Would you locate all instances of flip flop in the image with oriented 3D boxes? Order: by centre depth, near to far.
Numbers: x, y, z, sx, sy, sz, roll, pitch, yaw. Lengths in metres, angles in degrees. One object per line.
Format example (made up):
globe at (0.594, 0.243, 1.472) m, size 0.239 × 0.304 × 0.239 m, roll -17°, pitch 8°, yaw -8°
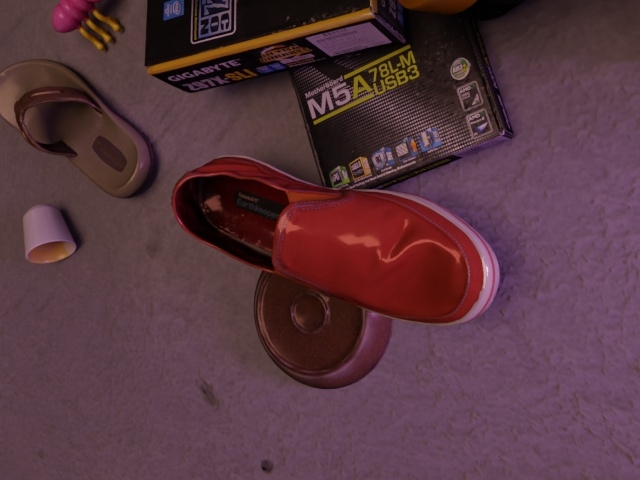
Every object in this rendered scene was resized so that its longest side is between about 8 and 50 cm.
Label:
flip flop at (-0.322, -0.144, 0.883) m, size 0.277 × 0.080 × 0.112 m, roll 37°, pitch 108°, yaw 23°

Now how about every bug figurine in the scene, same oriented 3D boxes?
bug figurine at (-0.286, -0.370, 0.863) m, size 0.216 × 0.072 × 0.279 m, roll -46°, pitch 71°, yaw 22°

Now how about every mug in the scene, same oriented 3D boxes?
mug at (-0.362, -0.008, 0.922) m, size 0.078 × 0.062 × 0.064 m, roll -30°, pitch 69°, yaw 19°

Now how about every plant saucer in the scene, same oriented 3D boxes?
plant saucer at (-0.006, 0.075, 0.746) m, size 0.169 × 0.029 × 0.168 m, roll 1°, pitch 91°, yaw 28°

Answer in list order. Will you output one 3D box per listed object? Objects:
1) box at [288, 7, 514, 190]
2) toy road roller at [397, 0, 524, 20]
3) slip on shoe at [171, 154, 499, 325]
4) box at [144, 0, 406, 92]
box at (0.068, -0.152, 0.690) m, size 0.191 × 0.045 × 0.184 m, roll -19°, pitch 83°, yaw 27°
toy road roller at (0.100, -0.338, 0.523) m, size 0.202 × 0.241 × 0.329 m, roll 178°, pitch 94°, yaw -73°
slip on shoe at (0.000, 0.000, 0.657) m, size 0.332 × 0.101 × 0.122 m, roll 21°, pitch 112°, yaw 25°
box at (-0.050, -0.328, 0.705) m, size 0.257 × 0.079 × 0.321 m, roll -5°, pitch 79°, yaw 30°
